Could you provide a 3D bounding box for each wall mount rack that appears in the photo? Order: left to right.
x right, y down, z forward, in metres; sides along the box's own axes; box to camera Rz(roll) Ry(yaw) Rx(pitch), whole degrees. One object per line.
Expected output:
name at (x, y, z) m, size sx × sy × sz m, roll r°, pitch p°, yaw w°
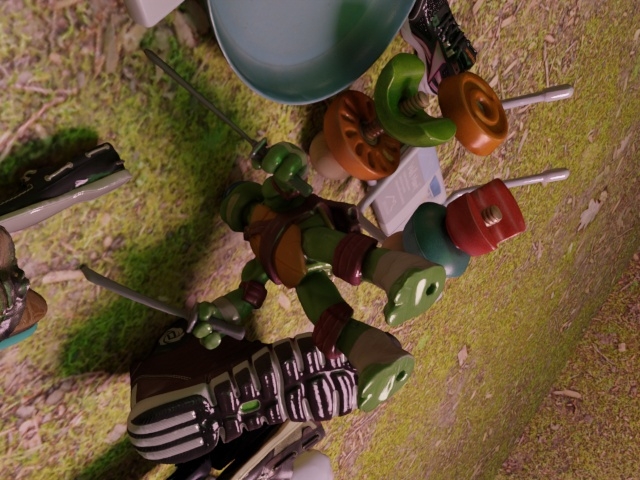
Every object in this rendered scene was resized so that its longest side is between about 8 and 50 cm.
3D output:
wall mount rack at (0.192, -0.070, 1.023) m, size 0.304 × 0.130 × 0.350 m, roll -46°, pitch 152°, yaw -8°

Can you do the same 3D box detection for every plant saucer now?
plant saucer at (0.004, -0.279, 0.681) m, size 0.317 × 0.043 × 0.318 m, roll -37°, pitch 143°, yaw -34°

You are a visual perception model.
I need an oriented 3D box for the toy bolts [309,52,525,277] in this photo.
toy bolts at (0.113, -0.067, 0.846) m, size 0.158 × 0.229 × 0.218 m, roll -29°, pitch 171°, yaw 40°

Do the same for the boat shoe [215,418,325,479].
boat shoe at (-0.067, 0.297, 1.002) m, size 0.223 × 0.073 × 0.080 m, roll -39°, pitch 180°, yaw -44°

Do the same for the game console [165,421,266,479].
game console at (-0.144, 0.256, 0.856) m, size 0.361 × 0.044 × 0.213 m, roll -38°, pitch 168°, yaw -33°

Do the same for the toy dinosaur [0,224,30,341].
toy dinosaur at (-0.257, 0.107, 0.417) m, size 0.268 × 0.064 × 0.118 m, roll -51°, pitch 158°, yaw 16°

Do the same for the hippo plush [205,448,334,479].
hippo plush at (-0.006, 0.442, 1.104) m, size 0.234 × 0.236 × 0.294 m, roll -30°, pitch 139°, yaw -39°

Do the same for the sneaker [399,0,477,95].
sneaker at (0.151, -0.235, 0.898) m, size 0.072 × 0.077 × 0.178 m, roll -52°, pitch 149°, yaw -12°

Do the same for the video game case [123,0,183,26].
video game case at (-0.063, -0.280, 0.485) m, size 0.227 × 0.026 × 0.206 m, roll -47°, pitch 157°, yaw -20°

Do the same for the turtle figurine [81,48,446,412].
turtle figurine at (-0.048, 0.023, 0.656) m, size 0.198 × 0.266 × 0.274 m, roll -55°, pitch 147°, yaw -2°

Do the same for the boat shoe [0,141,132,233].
boat shoe at (-0.207, -0.041, 0.585) m, size 0.125 × 0.038 × 0.046 m, roll -29°, pitch 180°, yaw -32°

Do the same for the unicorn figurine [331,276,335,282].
unicorn figurine at (0.000, 0.000, 0.915) m, size 0.162 × 0.060 × 0.111 m, roll -27°, pitch 139°, yaw -66°

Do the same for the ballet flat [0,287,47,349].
ballet flat at (-0.324, 0.040, 0.442) m, size 0.342 × 0.116 × 0.124 m, roll -17°, pitch 111°, yaw -44°

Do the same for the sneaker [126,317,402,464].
sneaker at (-0.068, 0.114, 0.786) m, size 0.281 × 0.162 × 0.107 m, roll -12°, pitch 122°, yaw -16°
